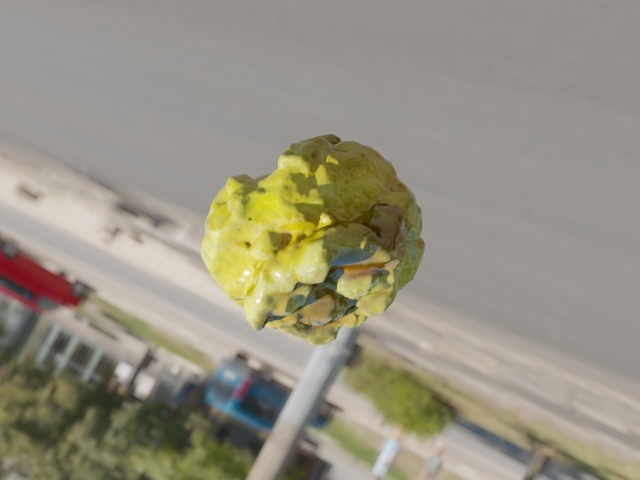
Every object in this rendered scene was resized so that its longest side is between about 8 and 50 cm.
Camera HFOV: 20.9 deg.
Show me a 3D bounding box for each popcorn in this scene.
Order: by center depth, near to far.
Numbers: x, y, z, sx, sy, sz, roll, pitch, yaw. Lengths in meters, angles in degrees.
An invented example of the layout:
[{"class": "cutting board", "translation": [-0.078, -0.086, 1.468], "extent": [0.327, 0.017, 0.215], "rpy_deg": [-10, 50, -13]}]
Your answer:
[{"class": "popcorn", "translation": [0.001, 0.005, 1.459], "extent": [0.155, 0.198, 0.197], "rpy_deg": [56, -175, 23]}]
